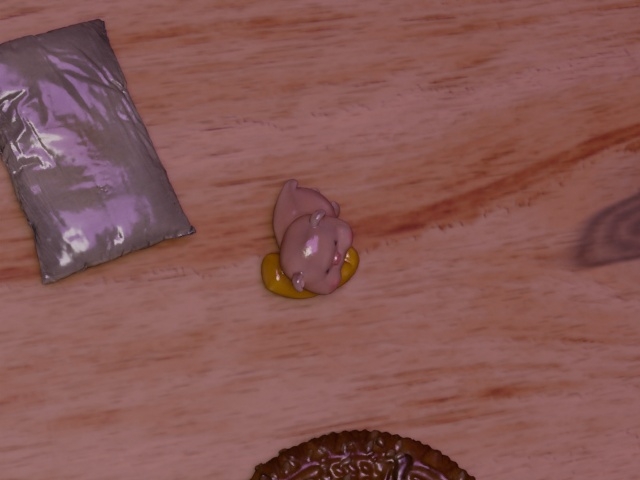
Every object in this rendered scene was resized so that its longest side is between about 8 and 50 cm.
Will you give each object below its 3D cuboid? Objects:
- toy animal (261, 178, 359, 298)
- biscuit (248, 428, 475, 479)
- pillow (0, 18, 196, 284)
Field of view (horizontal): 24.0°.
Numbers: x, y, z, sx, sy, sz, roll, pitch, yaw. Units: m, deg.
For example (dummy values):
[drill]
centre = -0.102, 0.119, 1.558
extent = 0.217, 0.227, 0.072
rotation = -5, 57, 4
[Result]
[toy animal]
centre = 0.000, 0.000, 1.391
extent = 0.091, 0.082, 0.114
rotation = 13, 72, -12
[biscuit]
centre = 0.041, 0.316, 1.342
extent = 0.305, 0.038, 0.305
rotation = 4, 75, -13
[pillow]
centre = -0.225, -0.084, 1.375
extent = 0.148, 0.050, 0.230
rotation = -22, 85, -14
